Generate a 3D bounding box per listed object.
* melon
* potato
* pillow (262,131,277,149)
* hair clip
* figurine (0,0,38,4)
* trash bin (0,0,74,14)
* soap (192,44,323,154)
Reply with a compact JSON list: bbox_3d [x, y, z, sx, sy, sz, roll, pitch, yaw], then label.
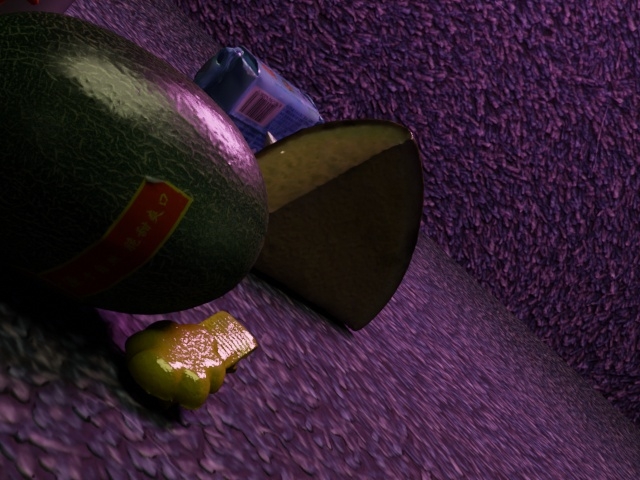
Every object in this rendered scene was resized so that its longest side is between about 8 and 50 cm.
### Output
[{"bbox_3d":[-0.160,-0.053,0.764,0.288,0.182,0.182,35,12,-34],"label":"melon"},{"bbox_3d":[0.000,0.000,1.357,0.112,0.269,0.255,52,-15,45],"label":"potato"},{"bbox_3d":[-0.010,-0.029,1.528,0.254,0.078,0.144,47,-27,24],"label":"pillow"},{"bbox_3d":[-0.094,0.089,0.825,0.072,0.046,0.173,41,10,11],"label":"hair clip"},{"bbox_3d":[-0.265,-0.218,0.654,0.412,0.306,0.241,-97,165,-65],"label":"figurine"},{"bbox_3d":[-0.297,-0.283,0.969,0.217,0.262,0.277,44,10,4],"label":"trash bin"},{"bbox_3d":[-0.111,-0.196,1.713,0.077,0.156,0.293,49,10,24],"label":"soap"}]
